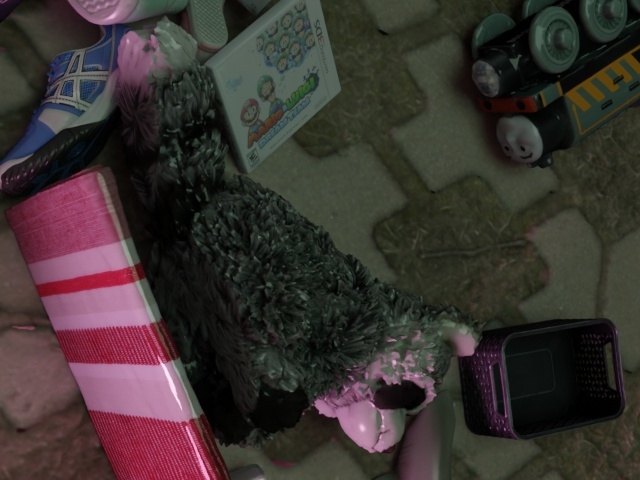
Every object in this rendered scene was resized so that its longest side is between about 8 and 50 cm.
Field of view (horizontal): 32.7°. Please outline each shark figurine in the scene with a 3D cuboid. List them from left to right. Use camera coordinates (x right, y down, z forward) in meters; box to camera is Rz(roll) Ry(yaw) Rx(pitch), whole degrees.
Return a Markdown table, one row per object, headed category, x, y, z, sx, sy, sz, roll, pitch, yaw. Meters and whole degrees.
| category | x | y | z | sx | sy | sz | roll | pitch | yaw |
| --- | --- | --- | --- | --- | --- | --- | --- | --- | --- |
| shark figurine | 0.150 | 0.324 | 1.194 | 0.166 | 0.116 | 0.278 | -29 | 98 | -27 |

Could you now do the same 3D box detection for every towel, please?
| category | x | y | z | sx | sy | sz | roll | pitch | yaw |
| --- | --- | --- | --- | --- | --- | --- | --- | --- | --- |
| towel | -0.170 | 0.103 | 0.954 | 0.037 | 0.237 | 0.329 | -25 | 98 | -30 |

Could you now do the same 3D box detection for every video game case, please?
| category | x | y | z | sx | sy | sz | roll | pitch | yaw |
| --- | --- | --- | --- | --- | --- | --- | --- | --- | --- |
| video game case | -0.045 | -0.168 | 1.134 | 0.157 | 0.019 | 0.143 | -44 | 141 | -26 |

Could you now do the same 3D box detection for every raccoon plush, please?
| category | x | y | z | sx | sy | sz | roll | pitch | yaw |
| --- | --- | --- | --- | --- | --- | --- | --- | --- | --- |
| raccoon plush | 0.000 | 0.000 | 1.051 | 0.299 | 0.216 | 0.446 | -15 | 109 | -36 |

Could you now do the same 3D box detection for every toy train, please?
| category | x | y | z | sx | sy | sz | roll | pitch | yaw |
| --- | --- | --- | --- | --- | --- | --- | --- | --- | --- |
| toy train | 0.325 | -0.226 | 1.335 | 0.334 | 0.142 | 0.190 | -34 | 112 | -28 |

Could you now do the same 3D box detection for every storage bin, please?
| category | x | y | z | sx | sy | sz | roll | pitch | yaw |
| --- | --- | --- | --- | --- | --- | --- | --- | --- | --- |
| storage bin | 0.262 | 0.160 | 1.288 | 0.180 | 0.084 | 0.122 | -6 | 88 | -31 |

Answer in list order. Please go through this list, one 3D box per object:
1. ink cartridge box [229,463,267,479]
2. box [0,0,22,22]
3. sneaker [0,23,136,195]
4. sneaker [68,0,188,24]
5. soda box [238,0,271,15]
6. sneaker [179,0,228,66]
| category | x | y | z | sx | sy | sz | roll | pitch | yaw |
| --- | --- | --- | --- | --- | --- | --- | --- | --- | --- |
| ink cartridge box | -0.132 | 0.348 | 1.076 | 0.225 | 0.056 | 0.181 | -20 | 96 | -11 |
| box | -0.328 | -0.333 | 0.810 | 0.212 | 0.395 | 0.293 | -14 | 92 | -29 |
| sneaker | -0.236 | -0.126 | 1.041 | 0.081 | 0.080 | 0.211 | 40 | 66 | 4 |
| sneaker | -0.231 | -0.311 | 1.059 | 0.256 | 0.094 | 0.151 | 54 | 25 | 7 |
| soda box | -0.113 | -0.333 | 1.094 | 0.216 | 0.074 | 0.069 | 41 | 53 | -10 |
| sneaker | -0.126 | -0.226 | 1.124 | 0.051 | 0.070 | 0.134 | 9 | 52 | -21 |
